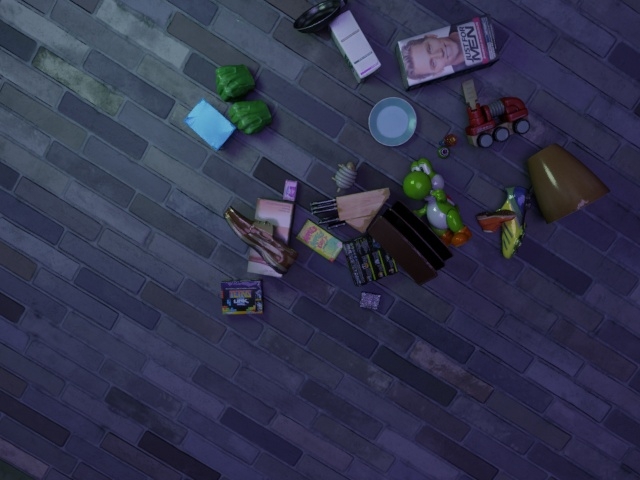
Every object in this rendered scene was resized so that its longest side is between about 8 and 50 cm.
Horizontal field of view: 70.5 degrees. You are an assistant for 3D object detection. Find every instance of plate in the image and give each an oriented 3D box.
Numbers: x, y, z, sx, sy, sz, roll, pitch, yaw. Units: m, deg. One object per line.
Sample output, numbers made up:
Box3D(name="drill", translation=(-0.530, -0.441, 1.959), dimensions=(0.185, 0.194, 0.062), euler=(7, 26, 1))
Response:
Box3D(name="plate", translation=(0.283, -0.466, 1.785), dimensions=(0.188, 0.024, 0.188), euler=(0, 98, 1))

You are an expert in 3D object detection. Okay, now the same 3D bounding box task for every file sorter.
Box3D(name="file sorter", translation=(-0.421, -0.448, 1.774), dimensions=(0.170, 0.104, 0.118), euler=(41, 97, -4))

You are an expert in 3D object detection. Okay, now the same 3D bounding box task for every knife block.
Box3D(name="knife block", translation=(0.108, -0.151, 1.802), dimensions=(0.242, 0.088, 0.276), euler=(34, 98, -3))

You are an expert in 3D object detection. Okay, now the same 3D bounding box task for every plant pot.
Box3D(name="plant pot", translation=(0.900, -0.228, 1.708), dimensions=(0.237, 0.237, 0.254), euler=(-30, 82, 6))

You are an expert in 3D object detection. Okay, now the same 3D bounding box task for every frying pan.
Box3D(name="frying pan", translation=(0.034, -0.876, 1.698), dimensions=(0.326, 0.197, 0.053), euler=(-46, 131, -15))

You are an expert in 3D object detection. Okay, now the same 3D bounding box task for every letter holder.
Box3D(name="letter holder", translation=(0.348, -0.004, 1.704), dimensions=(0.152, 0.214, 0.302), euler=(-42, 83, -14))

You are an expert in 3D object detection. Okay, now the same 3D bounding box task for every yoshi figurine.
Box3D(name="yoshi figurine", translation=(0.423, -0.132, 1.744), dimensions=(0.203, 0.203, 0.362), euler=(-26, 93, 12))

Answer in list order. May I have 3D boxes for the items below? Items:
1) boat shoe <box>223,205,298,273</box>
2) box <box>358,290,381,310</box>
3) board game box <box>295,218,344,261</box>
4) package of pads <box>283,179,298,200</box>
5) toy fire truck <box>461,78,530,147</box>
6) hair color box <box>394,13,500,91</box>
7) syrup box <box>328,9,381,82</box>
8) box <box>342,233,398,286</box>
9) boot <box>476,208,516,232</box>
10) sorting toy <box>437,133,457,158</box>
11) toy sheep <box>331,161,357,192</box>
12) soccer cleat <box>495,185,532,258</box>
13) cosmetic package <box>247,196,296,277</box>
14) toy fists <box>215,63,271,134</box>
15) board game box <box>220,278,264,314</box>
Box3D(name="boat shoe", translation=(-0.217, -0.018, 1.697), dimensions=(0.324, 0.122, 0.120), euler=(44, 93, -11))
Box3D(name="box", translation=(0.206, 0.251, 1.888), dimensions=(0.083, 0.018, 0.067), euler=(9, 98, 1))
Box3D(name="board game box", translation=(0.000, 0.000, 1.849), dimensions=(0.181, 0.043, 0.092), euler=(34, 98, -3))
Box3D(name="package of pads", translation=(-0.121, -0.202, 1.832), dimensions=(0.050, 0.032, 0.083), euler=(9, 98, 2))
Box3D(name="toy fire truck", translation=(0.644, -0.501, 1.720), dimensions=(0.217, 0.158, 0.246), euler=(-20, 107, 5))
Box3D(name="hair color box", translation=(0.473, -0.702, 1.706), dimensions=(0.347, 0.105, 0.174), euler=(-16, 96, 5))
Box3D(name="syrup box", translation=(0.129, -0.730, 1.720), dimensions=(0.096, 0.093, 0.237), euler=(-30, 96, 5))
Box3D(name="box", translation=(0.201, 0.069, 1.830), dimensions=(0.184, 0.045, 0.191), euler=(-20, 97, -13))
Box3D(name="boot", translation=(0.695, -0.073, 1.774), dimensions=(0.059, 0.158, 0.085), euler=(-29, 104, -35))
Box3D(name="sorting toy", translation=(0.497, -0.373, 1.780), dimensions=(0.061, 0.042, 0.102), euler=(27, 98, -2))
Box3D(name="toy sheep", translation=(0.097, -0.250, 1.794), dimensions=(0.091, 0.091, 0.132), euler=(25, 112, -1))
Box3D(name="soccer cleat", translation=(0.755, -0.073, 1.803), dimensions=(0.121, 0.093, 0.289), euler=(14, 104, 31))
Box3D(name="cosmetic package", translation=(-0.194, -0.016, 1.811), dimensions=(0.153, 0.129, 0.296), euler=(8, 98, 0))
Box3D(name="toy fists", translation=(-0.308, -0.538, 1.739), dimensions=(0.096, 0.142, 0.279), euler=(-18, 99, 49))
Box3D(name="board game box", translation=(-0.324, 0.234, 1.891), dimensions=(0.170, 0.048, 0.141), euler=(-2, 99, 2))
